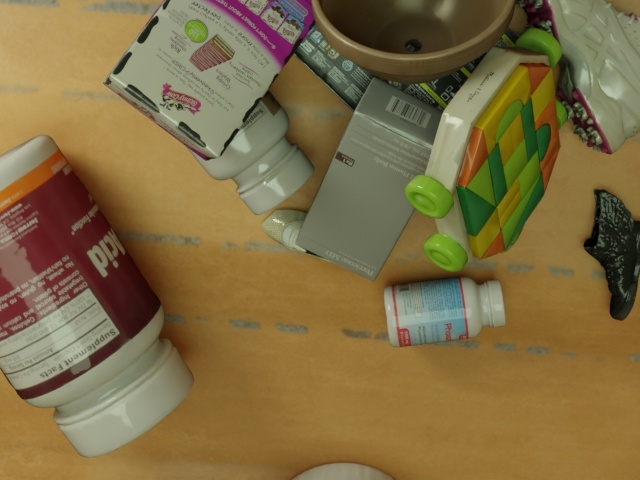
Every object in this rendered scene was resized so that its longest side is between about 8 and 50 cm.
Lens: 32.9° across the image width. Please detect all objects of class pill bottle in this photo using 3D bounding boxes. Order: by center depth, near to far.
[{"bbox_3d":[-0.116,-0.152,1.404,0.131,0.131,0.229,-36,103,12],"label":"pill bottle"},{"bbox_3d":[-0.349,0.077,1.440,0.224,0.224,0.392,-28,105,11],"label":"pill bottle"},{"bbox_3d":[0.171,0.096,1.496,0.160,0.087,0.087,-8,107,5],"label":"pill bottle"}]

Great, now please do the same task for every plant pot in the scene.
[{"bbox_3d":[0.110,-0.265,1.280,0.237,0.237,0.109,-4,146,4],"label":"plant pot"}]

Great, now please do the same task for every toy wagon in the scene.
[{"bbox_3d":[0.222,-0.084,1.342,0.068,0.344,0.267,26,67,30],"label":"toy wagon"}]

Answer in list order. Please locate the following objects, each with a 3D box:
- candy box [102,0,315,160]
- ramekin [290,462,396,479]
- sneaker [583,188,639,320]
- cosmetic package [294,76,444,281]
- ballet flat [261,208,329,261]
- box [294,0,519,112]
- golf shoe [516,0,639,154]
[{"bbox_3d":[-0.125,-0.234,1.292,0.159,0.071,0.233,38,78,-16],"label":"candy box"},{"bbox_3d":[0.034,0.465,1.596,0.277,0.135,0.277,1,108,3],"label":"ramekin"},{"bbox_3d":[0.397,0.021,1.484,0.089,0.051,0.170,13,103,-2],"label":"sneaker"},{"bbox_3d":[0.069,-0.074,1.393,0.127,0.107,0.238,25,128,1],"label":"cosmetic package"},{"bbox_3d":[0.000,0.000,1.490,0.168,0.052,0.057,17,109,-3],"label":"ballet flat"},{"bbox_3d":[0.106,-0.258,1.399,0.270,0.060,0.216,42,104,-11],"label":"box"},{"bbox_3d":[0.344,-0.264,1.371,0.140,0.115,0.306,-29,112,2],"label":"golf shoe"}]
